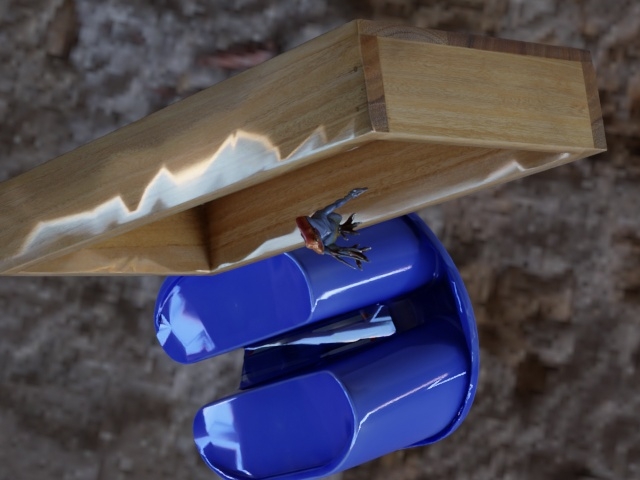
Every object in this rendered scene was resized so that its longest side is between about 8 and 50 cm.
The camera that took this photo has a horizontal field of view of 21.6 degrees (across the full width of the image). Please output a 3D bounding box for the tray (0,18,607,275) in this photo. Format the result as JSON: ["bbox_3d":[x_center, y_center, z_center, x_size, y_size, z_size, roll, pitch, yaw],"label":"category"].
[{"bbox_3d":[-0.033,-0.049,1.137,0.203,0.076,0.411,1,168,-41],"label":"tray"}]

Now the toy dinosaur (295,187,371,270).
[{"bbox_3d":[0.000,0.000,1.082,0.090,0.047,0.082,-19,163,36],"label":"toy dinosaur"}]

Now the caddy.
[{"bbox_3d":[0.002,0.090,1.533,0.179,0.241,0.341,-18,178,-36],"label":"caddy"}]
